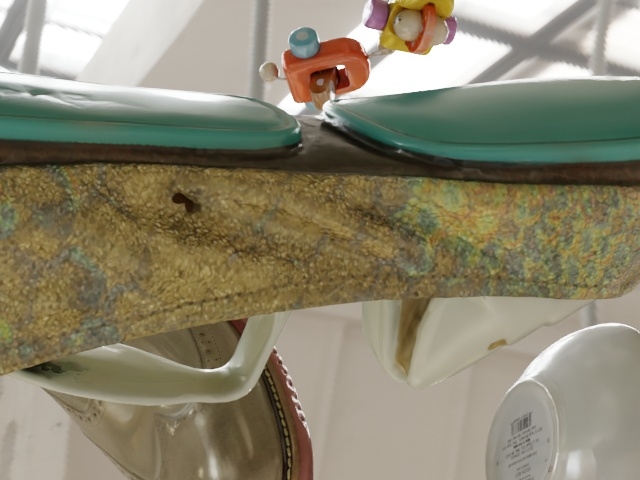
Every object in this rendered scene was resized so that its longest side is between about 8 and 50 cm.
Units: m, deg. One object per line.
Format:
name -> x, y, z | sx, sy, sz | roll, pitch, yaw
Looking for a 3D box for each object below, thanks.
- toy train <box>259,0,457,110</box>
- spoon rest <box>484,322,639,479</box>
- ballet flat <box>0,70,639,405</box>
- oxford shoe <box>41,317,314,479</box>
toy train -> 0.020, -0.136, 0.800 | 0.125, 0.166, 0.046 | -9, -129, 1
spoon rest -> 0.109, 0.134, 0.747 | 0.084, 0.276, 0.137 | 14, -116, -22
ballet flat -> 0.000, 0.000, 0.469 | 0.348, 0.123, 0.123 | -2, -106, -19
oxford shoe -> -0.136, 0.059, 0.772 | 0.130, 0.348, 0.123 | 12, -71, -45
